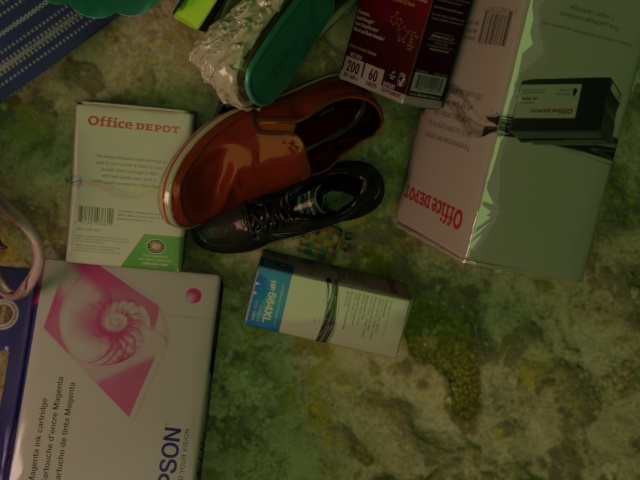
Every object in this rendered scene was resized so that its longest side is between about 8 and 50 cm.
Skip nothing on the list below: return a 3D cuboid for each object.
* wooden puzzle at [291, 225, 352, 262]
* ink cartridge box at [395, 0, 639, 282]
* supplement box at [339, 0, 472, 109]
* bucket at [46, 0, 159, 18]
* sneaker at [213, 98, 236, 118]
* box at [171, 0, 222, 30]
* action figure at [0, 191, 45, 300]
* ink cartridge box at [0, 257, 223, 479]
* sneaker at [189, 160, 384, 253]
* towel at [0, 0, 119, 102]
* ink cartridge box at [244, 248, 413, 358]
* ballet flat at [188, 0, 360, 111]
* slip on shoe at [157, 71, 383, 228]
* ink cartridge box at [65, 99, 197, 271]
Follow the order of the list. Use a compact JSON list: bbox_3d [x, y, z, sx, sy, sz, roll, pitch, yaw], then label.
[{"bbox_3d":[0.000,0.000,1.840,0.083,0.006,0.049,21,97,-3],"label":"wooden puzzle"},{"bbox_3d":[0.245,-0.173,1.671,0.166,0.285,0.395,11,98,-16],"label":"ink cartridge box"},{"bbox_3d":[0.117,-0.296,1.676,0.073,0.130,0.239,4,107,-42],"label":"supplement box"},{"bbox_3d":[-0.257,-0.428,1.639,0.281,0.183,0.281,0,118,0],"label":"bucket"},{"bbox_3d":[-0.094,-0.192,1.771,0.083,0.087,0.221,13,95,-4],"label":"sneaker"},{"bbox_3d":[-0.139,-0.320,1.708,0.042,0.178,0.109,31,97,-6],"label":"box"},{"bbox_3d":[-0.488,-0.129,1.714,0.248,0.276,0.370,-42,52,38],"label":"action figure"},{"bbox_3d":[-0.307,0.189,1.760,0.330,0.071,0.324,5,72,0],"label":"ink cartridge box"},{"bbox_3d":[-0.048,-0.051,1.781,0.267,0.106,0.101,-17,91,2],"label":"sneaker"},{"bbox_3d":[-0.443,-0.360,1.731,0.243,0.040,0.336,-43,98,-23],"label":"towel"},{"bbox_3d":[0.010,0.082,1.779,0.203,0.148,0.086,14,97,-2],"label":"ink cartridge box"},{"bbox_3d":[-0.018,-0.340,1.712,0.147,0.147,0.409,43,74,-6],"label":"ballet flat"},{"bbox_3d":[-0.060,-0.114,1.711,0.331,0.101,0.123,-29,126,-23],"label":"slip on shoe"},{"bbox_3d":[-0.249,-0.075,1.784,0.154,0.093,0.212,5,99,-2],"label":"ink cartridge box"}]
